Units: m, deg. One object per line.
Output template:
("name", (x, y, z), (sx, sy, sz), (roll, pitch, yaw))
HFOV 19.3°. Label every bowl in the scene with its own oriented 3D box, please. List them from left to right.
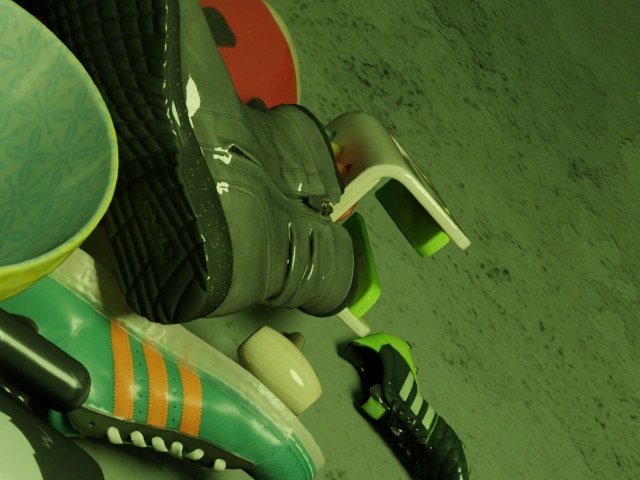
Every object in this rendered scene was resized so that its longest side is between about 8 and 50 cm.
("bowl", (-0.301, -0.045, 1.304), (0.289, 0.156, 0.289), (19, 43, -19))

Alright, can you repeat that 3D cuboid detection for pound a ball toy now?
("pound a ball toy", (0.000, 0.000, 1.648), (0.136, 0.208, 0.319), (47, 7, -12))

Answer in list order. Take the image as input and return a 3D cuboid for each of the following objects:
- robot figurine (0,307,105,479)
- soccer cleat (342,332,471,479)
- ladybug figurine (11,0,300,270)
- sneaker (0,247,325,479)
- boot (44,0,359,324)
("robot figurine", (-0.246, 0.164, 1.179), (0.278, 0.173, 0.209), (40, 35, -20))
("soccer cleat", (0.076, 0.163, 1.715), (0.072, 0.060, 0.179), (-2, 54, -42))
("ladybug figurine", (-0.162, -0.131, 1.582), (0.305, 0.162, 0.449), (58, 32, 6))
("sneaker", (-0.141, 0.117, 1.416), (0.302, 0.108, 0.121), (37, 75, -10))
("boot", (-0.084, -0.099, 1.441), (0.223, 0.118, 0.338), (-5, 86, -56))
